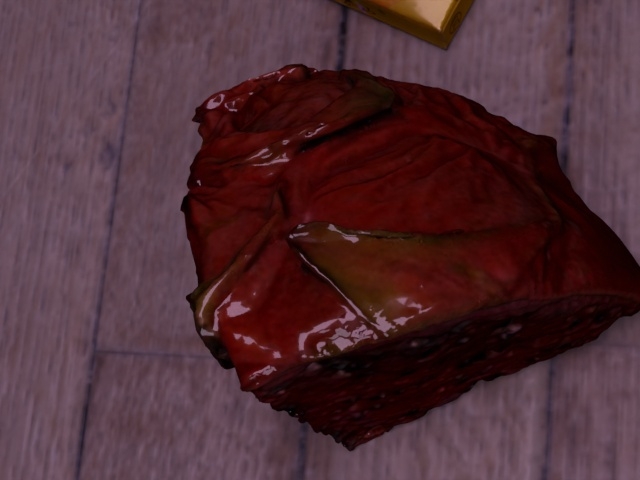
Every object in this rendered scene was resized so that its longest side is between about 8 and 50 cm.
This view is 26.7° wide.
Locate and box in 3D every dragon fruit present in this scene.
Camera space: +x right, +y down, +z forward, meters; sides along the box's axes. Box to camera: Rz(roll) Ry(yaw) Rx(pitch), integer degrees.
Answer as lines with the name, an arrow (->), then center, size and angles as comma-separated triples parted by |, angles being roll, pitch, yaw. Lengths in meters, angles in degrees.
dragon fruit -> 0.000, 0.000, 0.919 | 0.330, 0.302, 0.240 | 49, 124, 36

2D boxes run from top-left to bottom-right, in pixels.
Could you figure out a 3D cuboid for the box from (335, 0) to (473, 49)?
box -> 0.091, -0.294, 1.026 | 0.152, 0.043, 0.269 | 26, 83, 20
